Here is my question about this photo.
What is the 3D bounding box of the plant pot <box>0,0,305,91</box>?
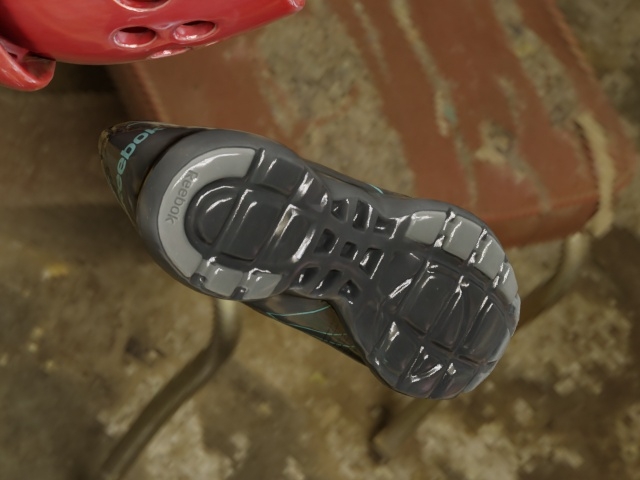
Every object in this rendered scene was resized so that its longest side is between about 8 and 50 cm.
[{"bbox_3d":[-0.117,-0.174,0.881,0.174,0.191,0.191,-23,63,7],"label":"plant pot"}]

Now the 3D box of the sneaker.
[{"bbox_3d":[0.000,0.000,0.898,0.267,0.101,0.106,30,-1,-40],"label":"sneaker"}]
